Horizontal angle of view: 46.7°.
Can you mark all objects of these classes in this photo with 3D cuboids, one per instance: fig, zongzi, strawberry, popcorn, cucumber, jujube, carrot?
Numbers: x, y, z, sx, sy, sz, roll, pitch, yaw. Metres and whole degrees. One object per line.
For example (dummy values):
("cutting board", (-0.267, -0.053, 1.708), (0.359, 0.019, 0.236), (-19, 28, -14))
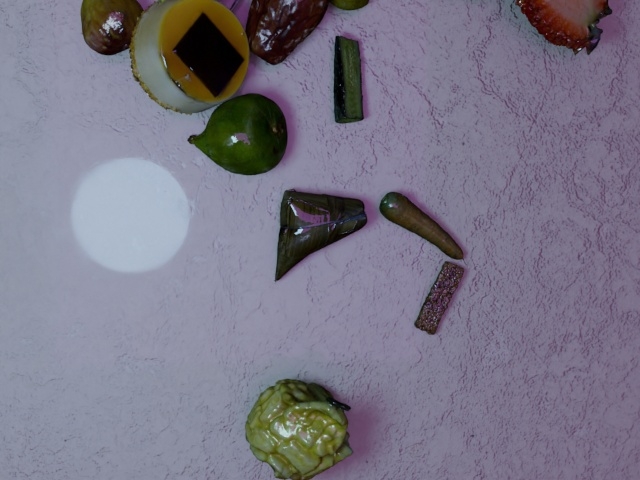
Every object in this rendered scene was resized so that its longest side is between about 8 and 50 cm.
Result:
("fig", (-0.515, -0.568, 1.771), (0.159, 0.159, 0.257), (-28, 77, -4))
("zongzi", (0.000, 0.000, 1.885), (0.221, 0.112, 0.242), (5, 102, -8))
("fig", (-0.214, -0.247, 1.830), (0.235, 0.203, 0.203), (-12, 98, 34))
("strawberry", (0.583, -0.619, 1.873), (0.306, 0.138, 0.233), (30, 78, -18))
("popcorn", (-0.046, 0.475, 1.855), (0.293, 0.293, 0.237), (24, 86, -8))
("cucumber", (0.061, -0.406, 1.881), (0.078, 0.062, 0.211), (-5, 90, -40))
("jujube", (-0.088, -0.553, 1.788), (0.190, 0.190, 0.255), (32, 103, -8))
("carrot", (0.281, -0.025, 1.938), (0.298, 0.078, 0.078), (36, 90, -14))

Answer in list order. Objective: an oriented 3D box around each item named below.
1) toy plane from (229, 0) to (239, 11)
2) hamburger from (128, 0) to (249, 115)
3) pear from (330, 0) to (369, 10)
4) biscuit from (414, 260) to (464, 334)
("toy plane", (-0.190, -0.674, 1.749), (0.107, 0.273, 0.182), (9, 68, -25))
("hamburger", (-0.307, -0.441, 1.748), (0.276, 0.179, 0.294), (42, 69, -35))
("pear", (0.070, -0.624, 1.836), (0.131, 0.107, 0.107), (22, 92, -1))
("biscuit", (0.314, 0.153, 1.967), (0.064, 0.034, 0.199), (24, 91, -7))
